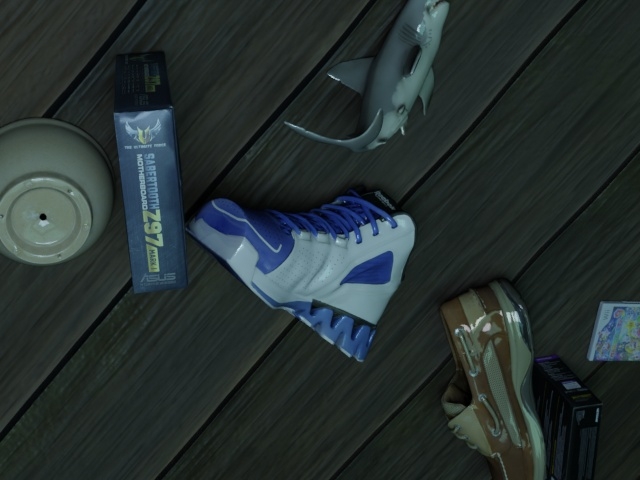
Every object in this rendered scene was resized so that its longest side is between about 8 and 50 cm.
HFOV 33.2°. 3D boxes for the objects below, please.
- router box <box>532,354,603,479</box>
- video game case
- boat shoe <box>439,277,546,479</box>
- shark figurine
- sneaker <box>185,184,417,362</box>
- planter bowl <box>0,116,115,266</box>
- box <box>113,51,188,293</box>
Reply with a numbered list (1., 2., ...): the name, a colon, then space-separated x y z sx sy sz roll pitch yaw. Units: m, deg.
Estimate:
1. router box: 0.318 0.262 1.429 0.046 0.133 0.179 -5 114 -13
2. video game case: 0.430 0.125 1.472 0.122 0.011 0.087 2 112 -17
3. boat shoe: 0.214 0.207 1.394 0.119 0.122 0.324 -11 107 -6
4. shark figurine: 0.051 -0.165 1.178 0.116 0.278 0.166 19 144 16
5. sneaker: 0.001 0.001 1.224 0.182 0.127 0.315 -54 138 -1
6. planter bowl: -0.295 -0.038 1.141 0.162 0.109 0.162 -6 114 -13
7. box: -0.173 -0.077 1.090 0.059 0.233 0.183 -6 113 -8
